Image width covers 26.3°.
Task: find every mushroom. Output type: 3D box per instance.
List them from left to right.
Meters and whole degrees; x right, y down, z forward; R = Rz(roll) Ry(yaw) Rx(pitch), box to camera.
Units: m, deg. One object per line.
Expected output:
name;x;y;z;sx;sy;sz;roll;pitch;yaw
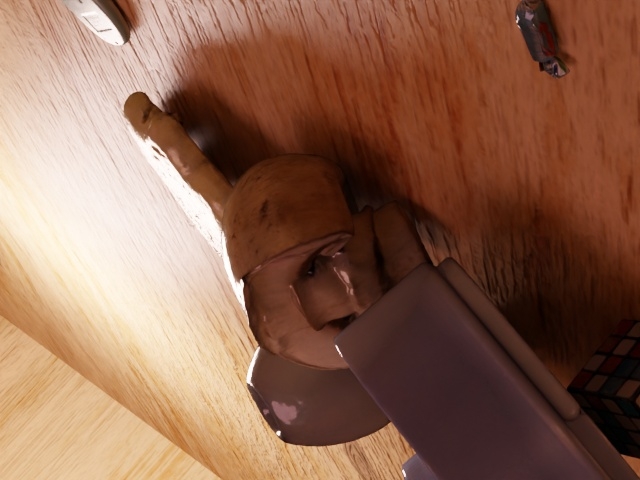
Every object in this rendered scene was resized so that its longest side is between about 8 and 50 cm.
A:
mushroom;0.000;0.000;1.421;0.254;0.195;0.189;60;-172;-58

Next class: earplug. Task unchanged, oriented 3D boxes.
earplug;0.077;0.171;1.614;0.325;0.175;0.214;10;157;0

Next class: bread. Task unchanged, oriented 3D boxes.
bread;-0.135;-0.049;1.625;0.316;0.054;0.316;50;173;9

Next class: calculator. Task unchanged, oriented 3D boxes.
calculator;-0.270;-0.278;1.534;0.153;0.021;0.095;47;160;-25

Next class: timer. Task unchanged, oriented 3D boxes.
timer;0.178;0.213;1.281;0.395;0.173;0.395;51;-178;-2

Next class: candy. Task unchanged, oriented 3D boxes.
candy;0.158;-0.149;0.983;0.030;0.020;0.083;24;152;42

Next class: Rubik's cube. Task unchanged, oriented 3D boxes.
Rubik's cube;0.297;0.135;1.221;0.092;0.092;0.092;49;160;-20
